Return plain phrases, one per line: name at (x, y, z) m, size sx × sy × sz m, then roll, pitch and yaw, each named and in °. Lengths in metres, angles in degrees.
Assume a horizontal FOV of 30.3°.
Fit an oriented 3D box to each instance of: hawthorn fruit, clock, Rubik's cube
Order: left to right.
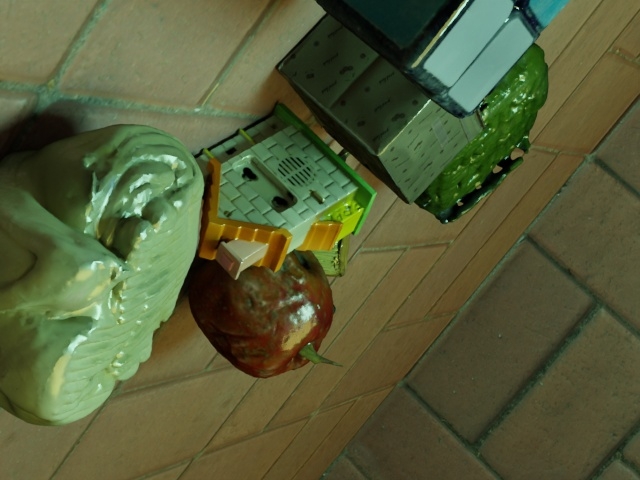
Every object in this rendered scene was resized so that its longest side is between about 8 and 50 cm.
hawthorn fruit at (-0.102, 0.109, 2.069) m, size 0.258 × 0.261 × 0.258 m, roll -8°, pitch 170°, yaw -1°
clock at (-0.087, -0.059, 1.785) m, size 0.255 × 0.220 × 0.106 m, roll -33°, pitch 159°, yaw -34°
Rubik's cube at (0.137, -0.380, 1.454) m, size 0.318 × 0.316 × 0.313 m, roll -51°, pitch 162°, yaw 9°

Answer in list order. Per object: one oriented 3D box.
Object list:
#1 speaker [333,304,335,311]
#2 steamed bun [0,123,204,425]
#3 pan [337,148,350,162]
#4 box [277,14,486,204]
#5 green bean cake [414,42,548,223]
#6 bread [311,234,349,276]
speaker at (-0.017, 0.155, 2.620) m, size 0.060 × 0.075 × 0.094 m, roll -26°, pitch 161°, yaw -52°
steamed bun at (-0.315, 0.029, 1.422) m, size 0.339 × 0.247 × 0.352 m, roll -48°, pitch 162°, yaw -55°
pan at (0.010, -0.131, 2.119) m, size 0.202 × 0.048 × 0.128 m, roll -38°, pitch 162°, yaw -18°
box at (0.102, -0.221, 1.852) m, size 0.190 × 0.225 × 0.297 m, roll -47°, pitch 161°, yaw -1°
green bean cake at (0.265, -0.226, 2.221) m, size 0.335 × 0.218 × 0.319 m, roll -45°, pitch 162°, yaw -11°
bread at (0.000, 0.000, 2.236) m, size 0.190 × 0.114 × 0.132 m, roll 91°, pitch 8°, yaw -80°
